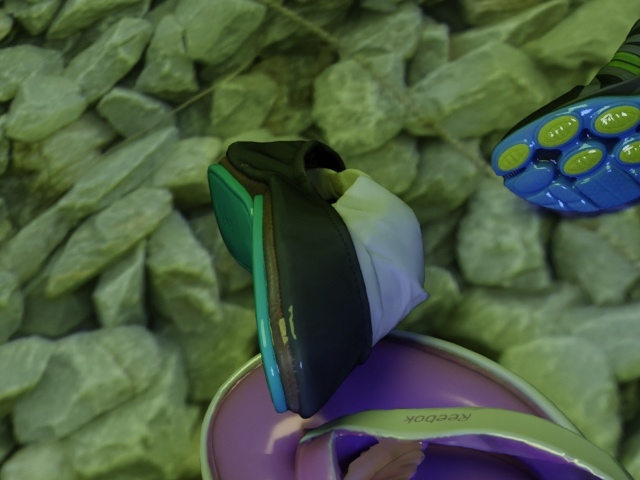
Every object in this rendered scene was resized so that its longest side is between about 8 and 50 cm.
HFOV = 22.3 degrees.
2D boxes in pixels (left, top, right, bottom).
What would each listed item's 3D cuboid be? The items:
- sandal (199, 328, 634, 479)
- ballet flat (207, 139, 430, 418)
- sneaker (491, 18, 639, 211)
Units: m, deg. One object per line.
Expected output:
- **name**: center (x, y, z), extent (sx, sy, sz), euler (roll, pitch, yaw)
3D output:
- **sandal**: center (0.070, 0.139, 0.715), extent (0.169, 0.102, 0.416), euler (-39, 42, -10)
- **ballet flat**: center (0.000, 0.000, 0.846), extent (0.096, 0.095, 0.280), euler (-12, 23, -5)
- **sneaker**: center (0.180, -0.078, 0.887), extent (0.188, 0.067, 0.078), euler (-32, 22, 3)
